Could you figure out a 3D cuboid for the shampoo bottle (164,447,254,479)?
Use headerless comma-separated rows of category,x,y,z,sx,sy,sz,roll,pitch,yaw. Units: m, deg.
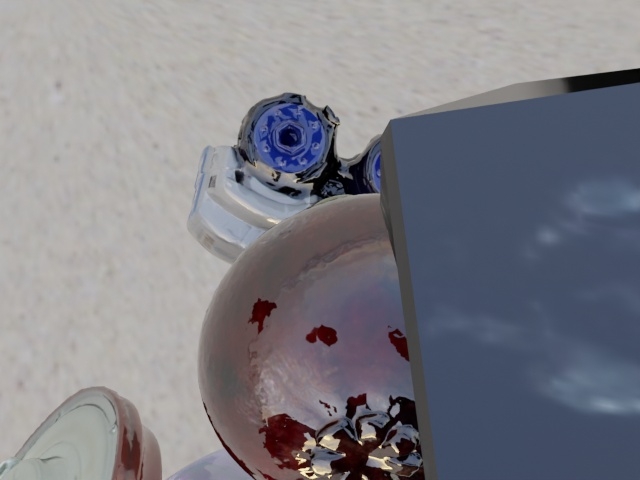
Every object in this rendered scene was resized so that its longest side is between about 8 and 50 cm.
shampoo bottle,-0.056,0.326,1.574,0.273,0.273,0.266,-44,66,0

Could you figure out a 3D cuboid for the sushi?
sushi,0.136,0.084,0.399,0.215,0.227,0.212,-9,73,2

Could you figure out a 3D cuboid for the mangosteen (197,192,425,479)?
mangosteen,0.028,0.047,1.007,0.200,0.200,0.200,-1,98,-8

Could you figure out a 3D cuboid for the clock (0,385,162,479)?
clock,-0.232,0.256,1.502,0.080,0.318,0.318,31,93,-20

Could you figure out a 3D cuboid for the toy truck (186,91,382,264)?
toy truck,0.000,0.000,1.508,0.213,0.161,0.177,16,76,-5
